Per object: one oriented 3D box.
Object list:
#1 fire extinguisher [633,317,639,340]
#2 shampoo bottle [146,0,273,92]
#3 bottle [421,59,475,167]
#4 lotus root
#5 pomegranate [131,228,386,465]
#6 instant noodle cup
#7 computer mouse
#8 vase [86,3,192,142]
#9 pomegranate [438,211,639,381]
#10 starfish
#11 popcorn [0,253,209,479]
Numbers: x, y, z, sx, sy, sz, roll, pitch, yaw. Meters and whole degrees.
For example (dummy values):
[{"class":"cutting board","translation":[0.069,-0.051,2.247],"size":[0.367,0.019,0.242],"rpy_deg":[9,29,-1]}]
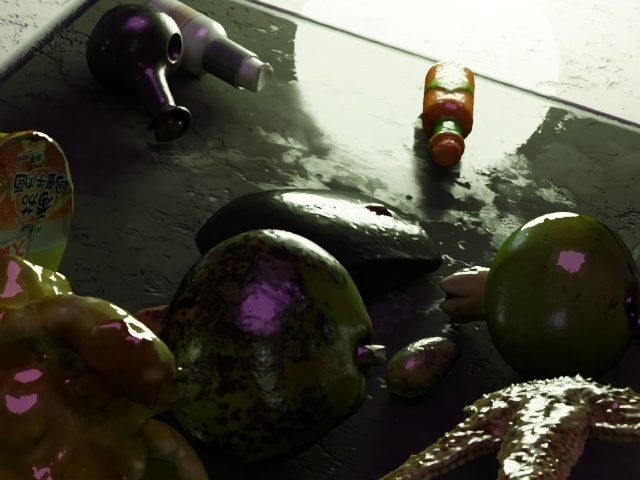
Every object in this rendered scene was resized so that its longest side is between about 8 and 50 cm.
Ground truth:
[{"class":"fire extinguisher","translation":[0.286,0.083,1.858],"size":[0.173,0.035,0.049],"rpy_deg":[17,74,7]},{"class":"shampoo bottle","translation":[-0.143,-0.240,2.148],"size":[0.192,0.074,0.074],"rpy_deg":[30,39,23]},{"class":"bottle","translation":[0.159,-0.152,2.115],"size":[0.069,0.069,0.187],"rpy_deg":[10,36,-2]},{"class":"lotus root","translation":[0.105,0.125,1.724],"size":[0.099,0.054,0.049],"rpy_deg":[-25,69,-39]},{"class":"pomegranate","translation":[-0.083,0.116,1.599],"size":[0.204,0.276,0.222],"rpy_deg":[57,19,-2]},{"class":"instant noodle cup","translation":[-0.360,-0.027,1.697],"size":[0.153,0.205,0.205],"rpy_deg":[17,34,25]},{"class":"computer mouse","translation":[0.000,-0.004,1.845],"size":[0.295,0.087,0.168],"rpy_deg":[-17,41,-38]},{"class":"vase","translation":[-0.209,-0.197,2.047],"size":[0.120,0.120,0.183],"rpy_deg":[-8,55,-26]},{"class":"pomegranate","translation":[0.227,0.063,1.758],"size":[0.210,0.179,0.179],"rpy_deg":[-9,35,5]},{"class":"starfish","translation":[0.178,0.196,1.455],"size":[0.384,0.132,0.398],"rpy_deg":[-22,21,-40]},{"class":"popcorn","translation":[-0.247,0.175,1.394],"size":[0.325,0.321,0.290],"rpy_deg":[7,14,-36]}]
